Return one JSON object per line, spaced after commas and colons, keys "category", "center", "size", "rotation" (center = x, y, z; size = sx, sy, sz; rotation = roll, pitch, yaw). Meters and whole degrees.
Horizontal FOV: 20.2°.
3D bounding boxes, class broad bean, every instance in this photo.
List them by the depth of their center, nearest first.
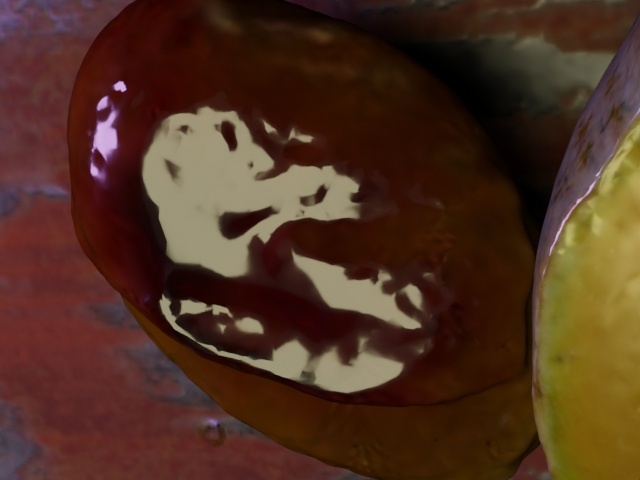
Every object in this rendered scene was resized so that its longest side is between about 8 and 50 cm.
{"category": "broad bean", "center": [0.002, -0.002, 0.694], "size": [0.228, 0.122, 0.156], "rotation": [39, 111, 1]}

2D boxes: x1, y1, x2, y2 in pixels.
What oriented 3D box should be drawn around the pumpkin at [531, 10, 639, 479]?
{"category": "pumpkin", "center": [0.230, 0.024, 0.561], "size": [0.332, 0.199, 0.332], "rotation": [8, 115, 18]}
